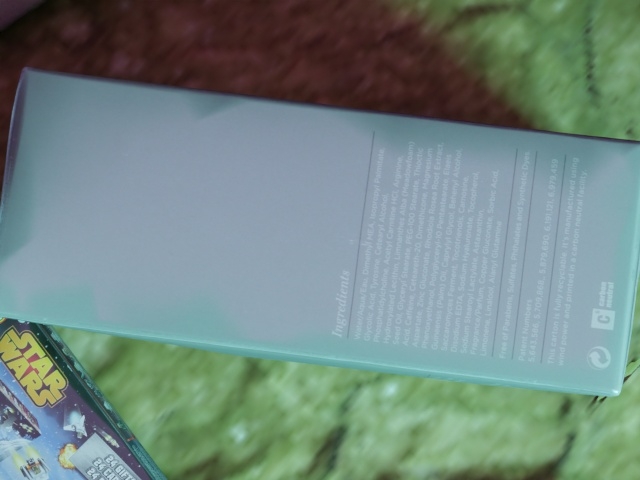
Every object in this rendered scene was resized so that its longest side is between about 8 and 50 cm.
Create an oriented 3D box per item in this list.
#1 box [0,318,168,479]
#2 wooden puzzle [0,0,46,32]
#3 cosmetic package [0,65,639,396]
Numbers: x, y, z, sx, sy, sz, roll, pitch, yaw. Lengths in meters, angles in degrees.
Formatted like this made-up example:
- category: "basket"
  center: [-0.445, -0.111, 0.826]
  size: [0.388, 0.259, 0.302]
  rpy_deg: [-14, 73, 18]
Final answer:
- category: "box"
  center: [-0.134, 0.093, 0.612]
  size: [0.094, 0.027, 0.137]
  rpy_deg: [-37, 86, 0]
- category: "wooden puzzle"
  center: [-0.165, -0.206, 0.569]
  size: [0.221, 0.044, 0.238]
  rpy_deg: [-24, 87, 36]
- category: "cosmetic package"
  center: [0.000, 0.000, 0.567]
  size: [0.238, 0.127, 0.107]
  rpy_deg: [10, 87, 0]
